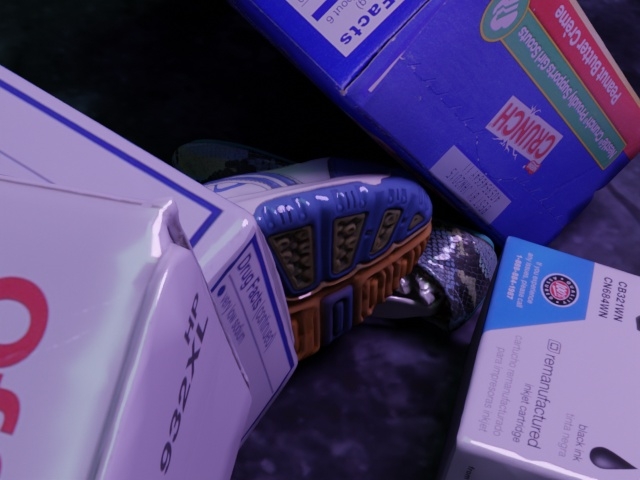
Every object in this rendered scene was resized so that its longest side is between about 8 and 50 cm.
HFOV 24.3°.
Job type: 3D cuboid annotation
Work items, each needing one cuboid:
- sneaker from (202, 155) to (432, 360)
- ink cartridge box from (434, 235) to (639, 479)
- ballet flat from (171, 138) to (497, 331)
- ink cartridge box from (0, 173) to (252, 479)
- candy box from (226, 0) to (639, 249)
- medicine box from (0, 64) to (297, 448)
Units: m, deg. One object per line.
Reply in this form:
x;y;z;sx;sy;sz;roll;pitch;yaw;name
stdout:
-0.093;0.005;0.708;0.296;0.112;0.131;-18;46;-20;sneaker
0.165;0.099;0.707;0.203;0.086;0.148;16;42;4;ink cartridge box
0.000;0.000;0.791;0.188;0.070;0.070;17;43;9;ballet flat
-0.194;0.089;0.363;0.307;0.129;0.223;10;68;11;ink cartridge box
0.008;-0.157;0.810;0.122;0.268;0.317;-45;61;5;candy box
-0.197;0.065;0.528;0.263;0.149;0.289;31;72;18;medicine box
